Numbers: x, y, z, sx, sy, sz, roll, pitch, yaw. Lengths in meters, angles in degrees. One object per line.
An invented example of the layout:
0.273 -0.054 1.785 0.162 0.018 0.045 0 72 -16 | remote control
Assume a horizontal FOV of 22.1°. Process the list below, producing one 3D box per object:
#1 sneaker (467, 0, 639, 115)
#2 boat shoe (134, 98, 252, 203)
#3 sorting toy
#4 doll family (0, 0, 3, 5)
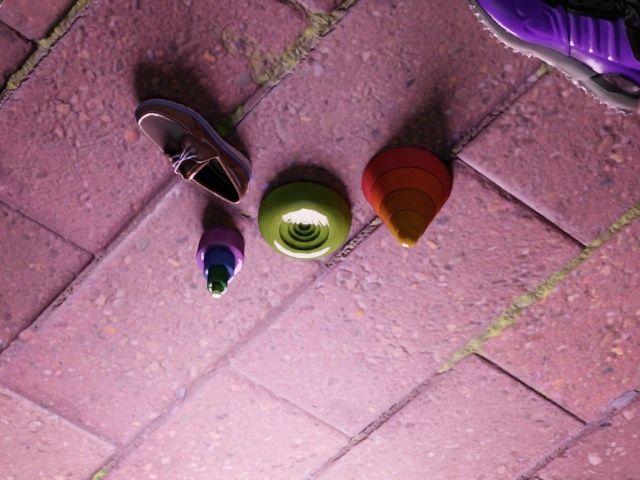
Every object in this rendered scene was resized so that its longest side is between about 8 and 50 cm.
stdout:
0.303 -0.276 1.933 0.293 0.102 0.146 27 122 -25 | sneaker
-0.161 -0.113 2.102 0.183 0.066 0.066 32 124 -23 | boat shoe
0.000 0.000 2.154 0.365 0.126 0.127 -18 127 16 | sorting toy
-0.403 -0.339 1.920 0.111 0.076 0.193 30 128 -27 | doll family
